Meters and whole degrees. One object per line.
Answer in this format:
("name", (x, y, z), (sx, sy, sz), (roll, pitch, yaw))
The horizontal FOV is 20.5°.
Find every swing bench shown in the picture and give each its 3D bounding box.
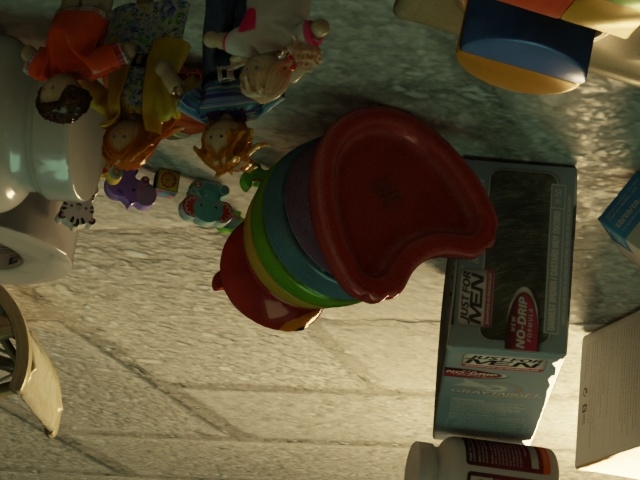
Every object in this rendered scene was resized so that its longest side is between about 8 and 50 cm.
("swing bench", (-0.465, 0.143, 2.241), (0.255, 0.165, 0.253), (1, 160, 1))

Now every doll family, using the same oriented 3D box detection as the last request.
("doll family", (-0.091, -0.128, 1.308), (0.263, 0.163, 0.118), (-3, 159, 27))

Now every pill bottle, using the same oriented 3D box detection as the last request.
("pill bottle", (0.169, 0.253, 1.875), (0.152, 0.086, 0.086), (9, 161, -10))
("pill bottle", (-0.320, -0.101, 1.483), (0.265, 0.153, 0.153), (3, 161, 8))

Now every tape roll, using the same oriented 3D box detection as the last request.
("tape roll", (-0.364, -0.020, 1.858), (0.219, 0.072, 0.219), (6, 162, 2))

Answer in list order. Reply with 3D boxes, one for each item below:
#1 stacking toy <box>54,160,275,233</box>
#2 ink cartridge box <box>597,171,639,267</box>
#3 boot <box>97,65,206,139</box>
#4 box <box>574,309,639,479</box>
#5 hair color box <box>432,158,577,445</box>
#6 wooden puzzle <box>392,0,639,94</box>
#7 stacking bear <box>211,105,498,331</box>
("stacking toy", (-0.148, -0.042, 1.753), (0.221, 0.052, 0.167), (11, 161, -14))
("ink cartridge box", (0.350, 0.024, 1.617), (0.181, 0.061, 0.104), (39, 179, 31))
("boot", (-0.127, -0.131, 1.489), (0.085, 0.059, 0.158), (-8, 165, 29))
("box", (0.459, 0.166, 1.973), (0.215, 0.168, 0.345), (12, 160, -16))
("hair color box", (0.178, 0.074, 1.772), (0.114, 0.185, 0.374), (4, 161, 4))
("wooden puzzle", (0.228, -0.145, 1.172), (0.322, 0.080, 0.348), (15, 168, -6))
("stacking bear", (0.000, 0.000, 1.635), (0.175, 0.164, 0.289), (-24, 175, -33))
